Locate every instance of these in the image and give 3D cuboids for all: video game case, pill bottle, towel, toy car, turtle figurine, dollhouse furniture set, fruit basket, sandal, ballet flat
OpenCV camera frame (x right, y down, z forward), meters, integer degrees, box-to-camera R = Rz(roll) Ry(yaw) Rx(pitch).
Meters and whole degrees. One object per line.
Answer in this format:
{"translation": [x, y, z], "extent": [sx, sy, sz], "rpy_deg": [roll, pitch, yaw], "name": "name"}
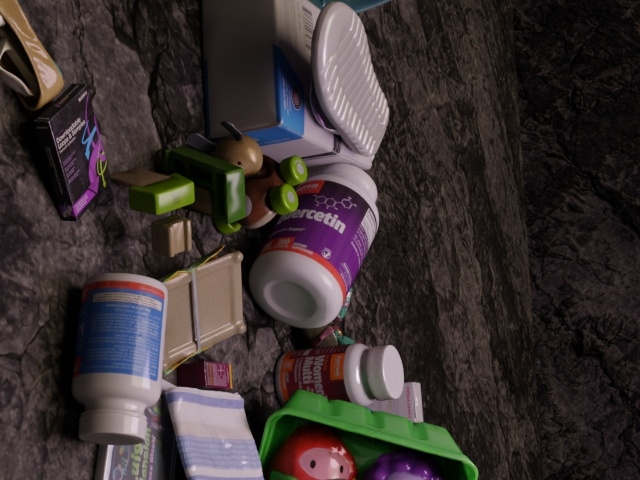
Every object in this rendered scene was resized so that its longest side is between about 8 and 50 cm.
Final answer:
{"translation": [-0.267, 0.289, 1.605], "extent": [0.173, 0.022, 0.190], "rpy_deg": [42, 45, -53], "name": "video game case"}
{"translation": [-0.281, 0.167, 1.498], "extent": [0.124, 0.124, 0.221], "rpy_deg": [38, 48, -56], "name": "pill bottle"}
{"translation": [0.000, 0.000, 2.047], "extent": [0.181, 0.181, 0.323], "rpy_deg": [63, 37, -34], "name": "pill bottle"}
{"translation": [-0.145, 0.364, 1.683], "extent": [0.209, 0.034, 0.285], "rpy_deg": [24, 42, -60], "name": "towel"}
{"translation": [0.036, 0.257, 2.024], "extent": [0.121, 0.221, 0.121], "rpy_deg": [34, 51, -57], "name": "pill bottle"}
{"translation": [-0.143, -0.127, 1.878], "extent": [0.188, 0.155, 0.149], "rpy_deg": [51, 37, -31], "name": "toy car"}
{"translation": [0.019, 0.182, 2.130], "extent": [0.234, 0.175, 0.118], "rpy_deg": [48, 54, 8], "name": "turtle figurine"}
{"translation": [-0.236, 0.028, 1.715], "extent": [0.197, 0.151, 0.302], "rpy_deg": [-23, 121, -44], "name": "dollhouse furniture set"}
{"translation": [0.056, 0.454, 1.798], "extent": [0.392, 0.392, 0.283], "rpy_deg": [-34, 143, -63], "name": "fruit basket"}
{"translation": [0.029, -0.275, 1.965], "extent": [0.416, 0.102, 0.169], "rpy_deg": [61, 46, -59], "name": "sandal"}
{"translation": [-0.418, -0.269, 1.420], "extent": [0.232, 0.080, 0.073], "rpy_deg": [59, 43, -38], "name": "ballet flat"}

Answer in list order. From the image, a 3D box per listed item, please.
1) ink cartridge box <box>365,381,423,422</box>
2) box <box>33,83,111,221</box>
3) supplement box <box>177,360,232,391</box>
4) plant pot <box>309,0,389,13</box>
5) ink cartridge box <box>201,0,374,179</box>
{"translation": [0.160, 0.361, 2.369], "extent": [0.052, 0.122, 0.088], "rpy_deg": [19, 64, -62], "name": "ink cartridge box"}
{"translation": [-0.349, -0.125, 1.526], "extent": [0.116, 0.029, 0.162], "rpy_deg": [-64, 151, -51], "name": "box"}
{"translation": [-0.188, 0.223, 1.757], "extent": [0.083, 0.055, 0.043], "rpy_deg": [21, 61, -63], "name": "supplement box"}
{"translation": [0.013, -0.670, 2.218], "extent": [0.341, 0.341, 0.334], "rpy_deg": [-2, 75, -65], "name": "plant pot"}
{"translation": [-0.056, -0.299, 2.089], "extent": [0.395, 0.166, 0.285], "rpy_deg": [18, 66, -62], "name": "ink cartridge box"}
